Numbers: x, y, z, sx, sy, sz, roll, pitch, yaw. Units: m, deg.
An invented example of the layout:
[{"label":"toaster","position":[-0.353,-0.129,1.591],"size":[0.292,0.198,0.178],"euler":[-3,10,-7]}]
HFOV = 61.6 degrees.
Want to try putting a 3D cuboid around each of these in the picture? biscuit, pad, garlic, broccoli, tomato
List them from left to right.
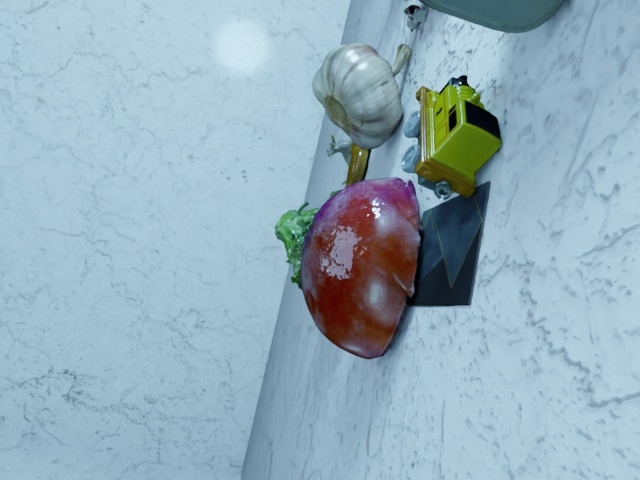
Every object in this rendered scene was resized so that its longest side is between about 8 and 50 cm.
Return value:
[{"label":"broccoli","position":[0.000,0.000,1.318],"size":[0.269,0.242,0.261],"euler":[-50,-24,-22]},{"label":"tomato","position":[0.059,0.038,0.964],"size":[0.289,0.176,0.334],"euler":[-98,22,-64]},{"label":"biscuit","position":[0.116,-0.256,1.538],"size":[0.184,0.035,0.248],"euler":[146,136,-80]},{"label":"garlic","position":[0.123,-0.369,1.250],"size":[0.253,0.245,0.245],"euler":[-42,0,-13]},{"label":"pad","position":[0.177,0.016,0.778],"size":[0.243,0.004,0.163],"euler":[142,140,-79]}]

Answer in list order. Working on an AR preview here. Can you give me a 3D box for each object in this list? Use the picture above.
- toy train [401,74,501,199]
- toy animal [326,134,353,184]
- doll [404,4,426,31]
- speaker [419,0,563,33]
[{"label":"toy train","position":[0.179,-0.149,0.733],"size":[0.127,0.089,0.219],"euler":[-50,23,46]},{"label":"toy animal","position":[0.074,-0.297,1.696],"size":[0.155,0.095,0.219],"euler":[113,167,-73]},{"label":"doll","position":[0.216,-0.517,1.227],"size":[0.085,0.040,0.058],"euler":[-158,68,-87]},{"label":"speaker","position":[0.228,-0.434,0.509],"size":[0.406,0.183,0.184],"euler":[111,174,-48]}]
